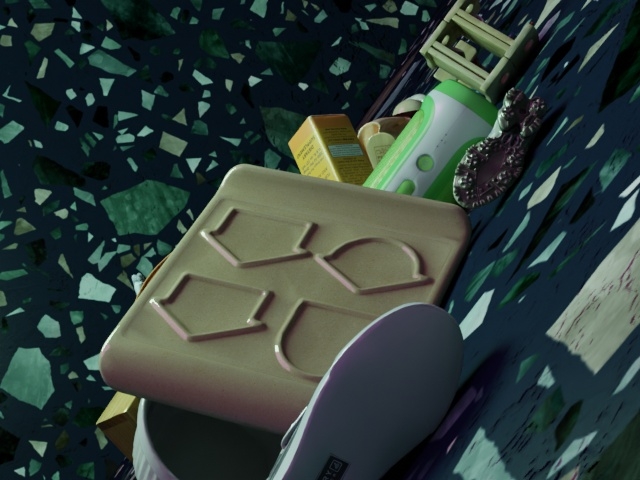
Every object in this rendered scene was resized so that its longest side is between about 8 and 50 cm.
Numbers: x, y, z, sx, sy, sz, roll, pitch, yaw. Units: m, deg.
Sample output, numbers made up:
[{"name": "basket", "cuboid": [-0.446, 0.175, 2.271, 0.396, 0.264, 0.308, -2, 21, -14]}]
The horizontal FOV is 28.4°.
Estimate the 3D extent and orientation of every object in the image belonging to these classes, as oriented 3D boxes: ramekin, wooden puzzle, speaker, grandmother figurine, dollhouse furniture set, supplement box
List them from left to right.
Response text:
[{"name": "ramekin", "cuboid": [-0.115, 0.234, 1.432, 0.207, 0.207, 0.109, -59, -1, -44]}, {"name": "wooden puzzle", "cuboid": [-0.029, 0.074, 1.419, 0.080, 0.322, 0.348, 81, -152, -44]}, {"name": "supplement box", "cuboid": [0.038, -0.075, 1.900, 0.080, 0.233, 0.078, -8, -28, -38]}, {"name": "grandmother figurine", "cuboid": [0.135, -0.186, 2.180, 0.342, 0.208, 0.104, -46, -49, -65]}, {"name": "speaker", "cuboid": [0.119, -0.060, 1.643, 0.296, 0.131, 0.131, -54, 6, 0]}, {"name": "dollhouse furniture set", "cuboid": [0.263, -0.283, 1.991, 0.129, 0.129, 0.184, -53, -24, -1]}]

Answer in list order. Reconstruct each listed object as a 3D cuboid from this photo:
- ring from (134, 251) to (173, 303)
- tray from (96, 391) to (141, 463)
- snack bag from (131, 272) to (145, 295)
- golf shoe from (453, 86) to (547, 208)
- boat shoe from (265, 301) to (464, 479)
[{"name": "ring", "cuboid": [-0.107, 0.085, 1.793, 0.336, 0.337, 0.032, -58, -29, -35]}, {"name": "tray", "cuboid": [-0.153, 0.194, 1.888, 0.076, 0.203, 0.411, -26, 22, 37]}, {"name": "snack bag", "cuboid": [-0.245, 0.210, 2.134, 0.037, 0.323, 0.342, -21, 4, -8]}, {"name": "golf shoe", "cuboid": [0.212, -0.094, 1.500, 0.176, 0.069, 0.086, -53, -15, -25]}, {"name": "boat shoe", "cuboid": [0.022, 0.183, 1.137, 0.301, 0.108, 0.102, -61, 7, 2]}]
